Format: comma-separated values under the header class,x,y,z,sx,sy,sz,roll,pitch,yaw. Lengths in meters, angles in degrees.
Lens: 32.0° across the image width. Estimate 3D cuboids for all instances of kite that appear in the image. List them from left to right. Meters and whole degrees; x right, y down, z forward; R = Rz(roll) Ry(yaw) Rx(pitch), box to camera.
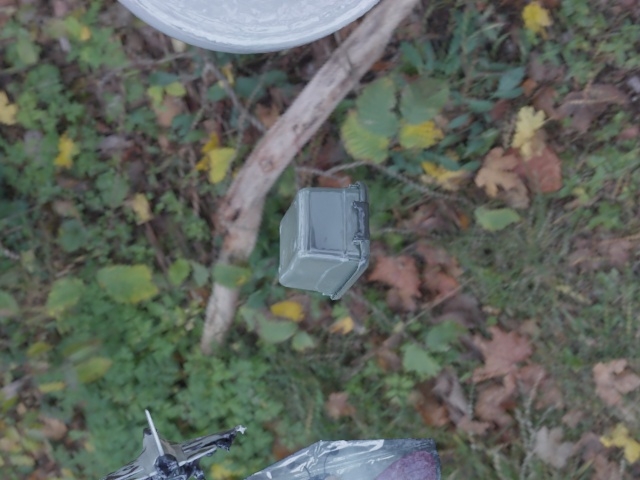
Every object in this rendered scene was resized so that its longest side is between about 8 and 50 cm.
class,x,y,z,sx,sy,sz,roll,pitch,yaw
kite,0.025,0.319,0.849,0.204,0.022,0.360,-18,58,9

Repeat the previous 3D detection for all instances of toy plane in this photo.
class,x,y,z,sx,sy,sz,roll,pitch,yaw
toy plane,-0.148,0.207,1.044,0.234,0.160,0.082,118,131,-73

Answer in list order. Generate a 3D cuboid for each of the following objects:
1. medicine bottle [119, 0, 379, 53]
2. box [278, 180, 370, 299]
class,x,y,z,sx,sy,sz,roll,pitch,yaw
medicine bottle,-0.049,-0.253,0.756,0.256,0.325,0.256,-2,107,-7
box,0.000,0.000,1.461,0.172,0.093,0.124,124,148,-66
